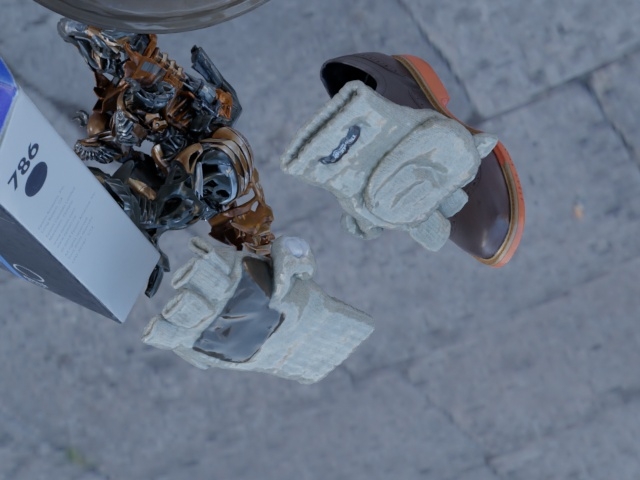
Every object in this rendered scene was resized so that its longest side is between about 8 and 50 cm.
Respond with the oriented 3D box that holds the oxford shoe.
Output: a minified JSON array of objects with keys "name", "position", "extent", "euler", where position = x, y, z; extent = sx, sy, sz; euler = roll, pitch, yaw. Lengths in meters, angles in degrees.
[{"name":"oxford shoe","position":[0.080,-0.070,1.375],"extent":[0.098,0.271,0.097],"euler":[6,121,-33]}]

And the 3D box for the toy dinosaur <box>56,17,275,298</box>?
[{"name":"toy dinosaur","position":[-0.125,-0.057,1.390],"extent":[0.218,0.322,0.164],"euler":[-40,169,-37]}]

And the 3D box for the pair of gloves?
[{"name":"pair of gloves","position":[0.000,0.000,1.069],"extent":[0.240,0.042,0.204],"euler":[-50,146,19]}]

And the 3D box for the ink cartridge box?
[{"name":"ink cartridge box","position":[-0.219,-0.050,0.976],"extent":[0.165,0.065,0.333],"euler":[23,165,18]}]

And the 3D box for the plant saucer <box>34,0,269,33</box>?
[{"name":"plant saucer","position":[-0.099,-0.252,0.970],"extent":[0.278,0.041,0.278],"euler":[-4,117,-8]}]
